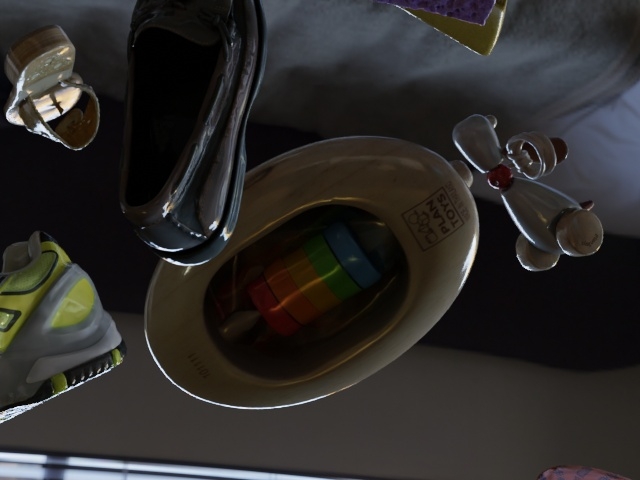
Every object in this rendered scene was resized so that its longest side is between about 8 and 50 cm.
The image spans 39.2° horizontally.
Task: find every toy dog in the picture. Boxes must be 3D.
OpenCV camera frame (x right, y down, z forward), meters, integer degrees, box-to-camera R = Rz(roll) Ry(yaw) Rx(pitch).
[{"bbox_3d":[0.389,-0.103,1.608,0.220,0.161,0.333,8,134,48],"label":"toy dog"}]

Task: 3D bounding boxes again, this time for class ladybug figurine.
[{"bbox_3d":[-0.010,0.029,1.126,0.450,0.305,0.162,-29,-160,8],"label":"ladybug figurine"}]

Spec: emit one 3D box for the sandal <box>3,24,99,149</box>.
[{"bbox_3d":[-0.258,-0.127,0.890,0.088,0.079,0.240,-32,179,-16],"label":"sandal"}]

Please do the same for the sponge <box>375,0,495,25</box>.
[{"bbox_3d":[0.127,-0.284,0.767,0.117,0.031,0.210,11,138,-12],"label":"sponge"}]

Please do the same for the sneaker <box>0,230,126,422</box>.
[{"bbox_3d":[-0.333,0.101,0.698,0.145,0.147,0.385,-27,177,34],"label":"sneaker"}]

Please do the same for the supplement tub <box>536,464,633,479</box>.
[{"bbox_3d":[0.230,0.400,0.847,0.207,0.337,0.207,14,-166,-4],"label":"supplement tub"}]

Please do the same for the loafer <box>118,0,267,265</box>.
[{"bbox_3d":[-0.096,-0.120,0.642,0.096,0.267,0.084,-7,160,18],"label":"loafer"}]

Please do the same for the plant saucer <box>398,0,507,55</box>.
[{"bbox_3d":[0.232,-0.539,1.564,0.333,0.332,0.081,21,165,-32],"label":"plant saucer"}]
